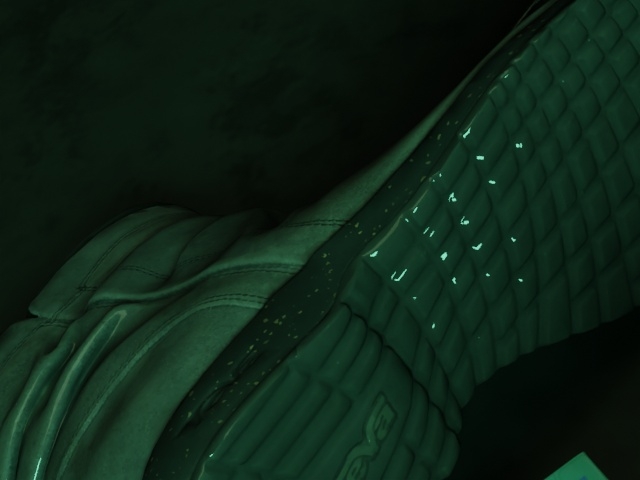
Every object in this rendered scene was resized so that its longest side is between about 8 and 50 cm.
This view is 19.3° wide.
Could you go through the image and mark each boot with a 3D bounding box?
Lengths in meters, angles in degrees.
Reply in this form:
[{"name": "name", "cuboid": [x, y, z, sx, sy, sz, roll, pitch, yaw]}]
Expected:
[{"name": "boot", "cuboid": [0.000, 0.000, 0.729, 0.338, 0.118, 0.222, -40, 26, -27]}]

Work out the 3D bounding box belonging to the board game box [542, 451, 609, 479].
[{"name": "board game box", "cuboid": [0.044, 0.183, 0.569, 0.210, 0.047, 0.160, -36, 42, -4]}]
